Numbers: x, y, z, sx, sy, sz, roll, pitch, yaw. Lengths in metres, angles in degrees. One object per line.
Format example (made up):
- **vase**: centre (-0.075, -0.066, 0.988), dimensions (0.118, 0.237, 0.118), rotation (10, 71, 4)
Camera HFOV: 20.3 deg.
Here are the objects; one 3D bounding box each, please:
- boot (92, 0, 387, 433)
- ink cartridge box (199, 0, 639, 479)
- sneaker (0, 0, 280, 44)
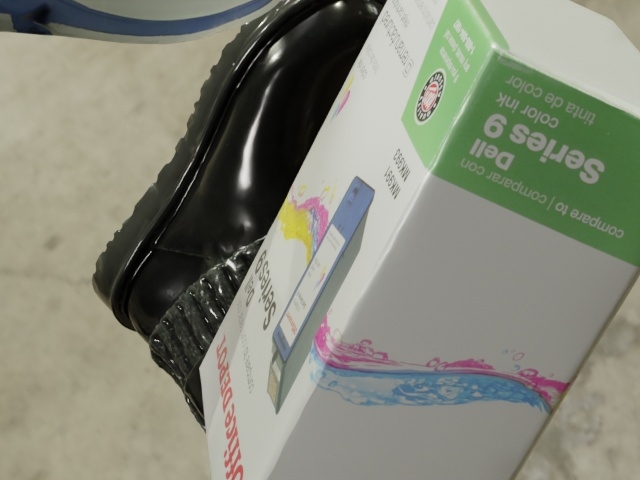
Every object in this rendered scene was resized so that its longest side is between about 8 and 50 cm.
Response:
- **boot**: centre (0.002, 0.002, 1.303), dimensions (0.260, 0.131, 0.348), rotation (46, 110, 38)
- **ink cartridge box**: centre (0.039, 0.013, 0.674), dimensions (0.154, 0.093, 0.212), rotation (-103, 37, -66)
- **sneaker**: centre (-0.120, -0.171, 0.633), dimensions (0.127, 0.315, 0.182), rotation (30, 117, 37)
